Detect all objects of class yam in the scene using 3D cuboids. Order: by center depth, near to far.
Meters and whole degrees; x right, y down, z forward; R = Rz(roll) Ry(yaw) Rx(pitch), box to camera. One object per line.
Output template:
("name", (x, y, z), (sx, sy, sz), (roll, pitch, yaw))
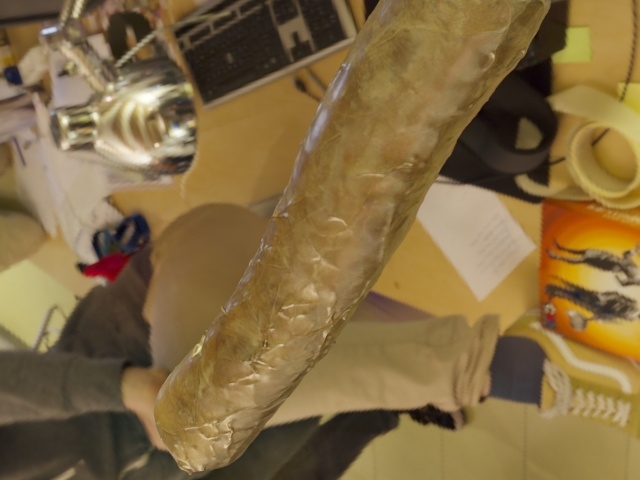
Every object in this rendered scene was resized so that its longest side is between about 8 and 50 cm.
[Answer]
("yam", (0.000, 0.000, 0.417), (0.066, 0.066, 0.300), (47, 126, 23))
